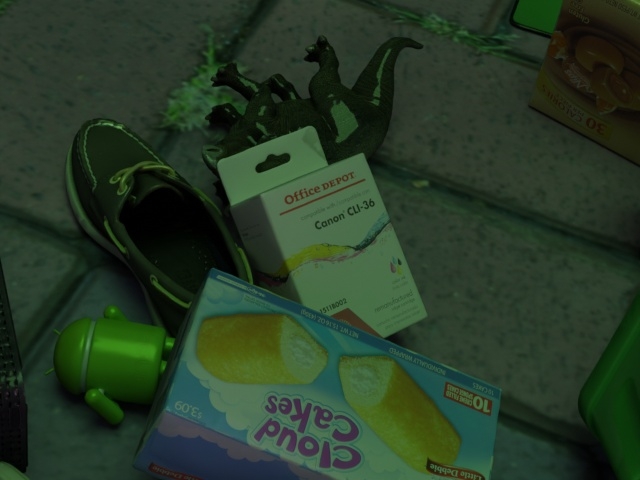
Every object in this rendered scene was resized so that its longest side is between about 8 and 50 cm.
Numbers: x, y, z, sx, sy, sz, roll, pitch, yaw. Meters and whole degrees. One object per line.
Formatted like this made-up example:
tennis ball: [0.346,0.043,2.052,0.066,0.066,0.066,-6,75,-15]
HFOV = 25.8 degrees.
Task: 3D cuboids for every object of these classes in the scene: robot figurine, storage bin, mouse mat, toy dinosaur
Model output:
robot figurine: [-0.170,0.100,1.170,0.115,0.067,0.101,8,51,-4]
storage bin: [-0.288,0.092,1.115,0.084,0.122,0.180,-8,49,-18]
mouse mat: [0.316,-0.291,1.686,0.152,0.007,0.189,19,45,6]
toy dinosaur: [-0.014,-0.110,1.393,0.313,0.121,0.160,-21,67,-34]

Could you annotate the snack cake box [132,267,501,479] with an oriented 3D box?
snack cake box: [0.002,0.148,1.107,0.264,0.089,0.152,23,44,-9]

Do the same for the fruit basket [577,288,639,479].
fruit basket: [0.429,0.104,1.144,0.392,0.283,0.392,19,26,-10]

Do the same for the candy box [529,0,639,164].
candy box: [0.389,-0.153,1.446,0.316,0.183,0.087,31,49,17]

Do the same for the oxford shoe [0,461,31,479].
oxford shoe: [-0.127,0.324,0.919,0.130,0.169,0.449,-38,61,-9]

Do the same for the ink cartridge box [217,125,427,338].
ink cartridge box: [0.000,0.000,1.229,0.115,0.067,0.198,-24,93,-29]

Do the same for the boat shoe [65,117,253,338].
boat shoe: [-0.145,-0.017,1.269,0.109,0.091,0.305,-17,53,-26]
